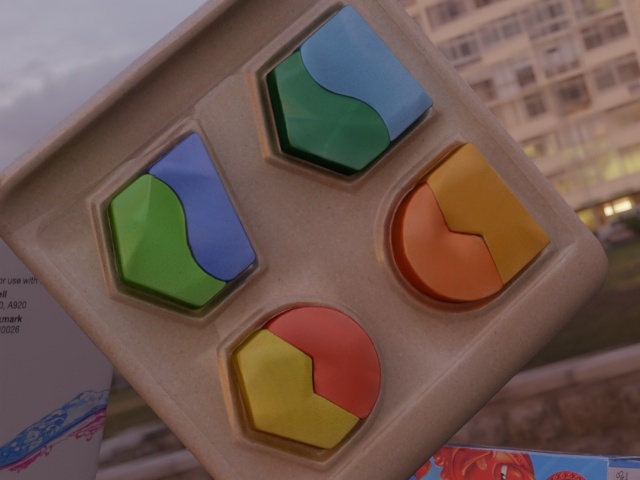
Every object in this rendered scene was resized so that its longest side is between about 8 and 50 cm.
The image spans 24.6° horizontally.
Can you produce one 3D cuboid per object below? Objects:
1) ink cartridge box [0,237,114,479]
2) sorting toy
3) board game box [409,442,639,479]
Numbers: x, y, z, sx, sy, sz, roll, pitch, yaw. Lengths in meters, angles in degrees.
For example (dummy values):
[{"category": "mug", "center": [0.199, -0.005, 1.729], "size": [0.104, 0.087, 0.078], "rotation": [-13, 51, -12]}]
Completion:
[{"category": "ink cartridge box", "center": [-0.233, 0.097, 0.872], "size": [0.201, 0.278, 0.117], "rotation": [15, 8, 38]}, {"category": "sorting toy", "center": [0.000, 0.000, 0.604], "size": [0.193, 0.208, 0.038], "rotation": [-42, 10, -14]}, {"category": "board game box", "center": [0.129, 0.320, 1.199], "size": [0.086, 0.308, 0.302], "rotation": [11, -10, -43]}]
